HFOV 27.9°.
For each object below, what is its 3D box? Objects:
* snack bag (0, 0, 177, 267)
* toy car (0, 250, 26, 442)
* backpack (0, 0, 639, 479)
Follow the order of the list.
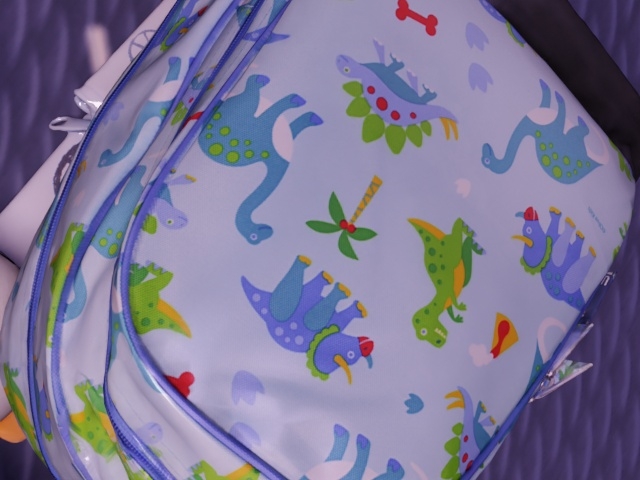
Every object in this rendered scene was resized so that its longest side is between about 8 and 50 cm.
[{"bbox_3d":[-0.025,0.006,0.787,0.323,0.037,0.342,38,72,2],"label":"snack bag"},{"bbox_3d":[-0.224,0.021,0.669,0.238,0.219,0.210,18,69,-41],"label":"toy car"},{"bbox_3d":[0.000,0.000,0.649,0.355,0.273,0.290,-48,110,-10],"label":"backpack"}]
